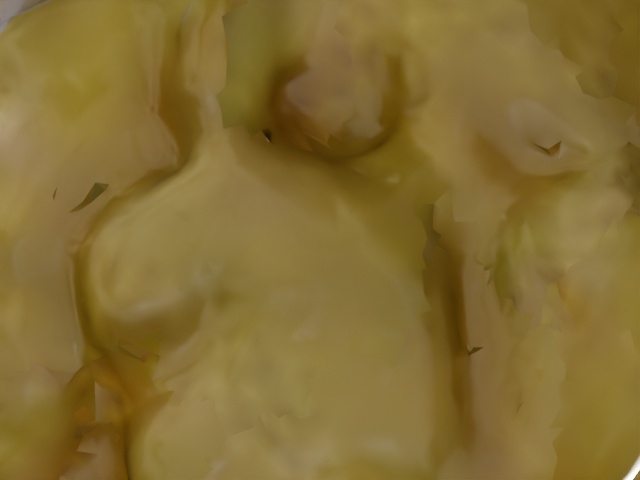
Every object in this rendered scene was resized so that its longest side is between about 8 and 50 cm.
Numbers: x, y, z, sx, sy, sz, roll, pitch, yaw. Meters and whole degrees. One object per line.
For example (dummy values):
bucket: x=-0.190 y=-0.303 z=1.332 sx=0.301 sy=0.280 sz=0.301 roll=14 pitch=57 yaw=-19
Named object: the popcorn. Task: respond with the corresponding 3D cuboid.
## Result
popcorn: x=0.008 y=0.006 z=0.631 sx=0.344 sy=0.390 sz=0.354 roll=-35 pitch=-63 yaw=2
